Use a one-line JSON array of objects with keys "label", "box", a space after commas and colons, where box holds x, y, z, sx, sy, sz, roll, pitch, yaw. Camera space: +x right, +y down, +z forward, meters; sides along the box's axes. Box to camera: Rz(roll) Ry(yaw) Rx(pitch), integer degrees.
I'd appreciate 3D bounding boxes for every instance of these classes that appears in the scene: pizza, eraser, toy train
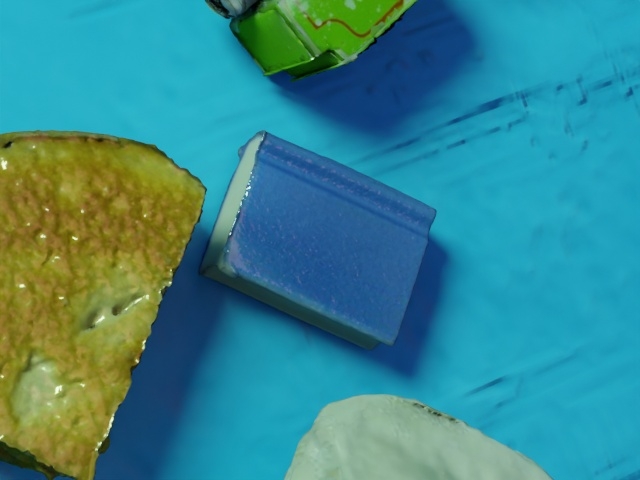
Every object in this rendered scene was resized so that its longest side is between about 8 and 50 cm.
[{"label": "pizza", "box": [-0.119, 0.027, 0.696, 0.175, 0.046, 0.134, -7, 83, -26]}, {"label": "eraser", "box": [0.000, 0.000, 0.767, 0.085, 0.027, 0.063, 25, 73, -20]}, {"label": "toy train", "box": [0.031, -0.148, 0.792, 0.202, 0.060, 0.081, -46, 108, -24]}]

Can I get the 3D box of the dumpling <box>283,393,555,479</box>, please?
[{"label": "dumpling", "box": [0.016, 0.202, 0.690, 0.227, 0.243, 0.175, 19, 33, -39]}]
